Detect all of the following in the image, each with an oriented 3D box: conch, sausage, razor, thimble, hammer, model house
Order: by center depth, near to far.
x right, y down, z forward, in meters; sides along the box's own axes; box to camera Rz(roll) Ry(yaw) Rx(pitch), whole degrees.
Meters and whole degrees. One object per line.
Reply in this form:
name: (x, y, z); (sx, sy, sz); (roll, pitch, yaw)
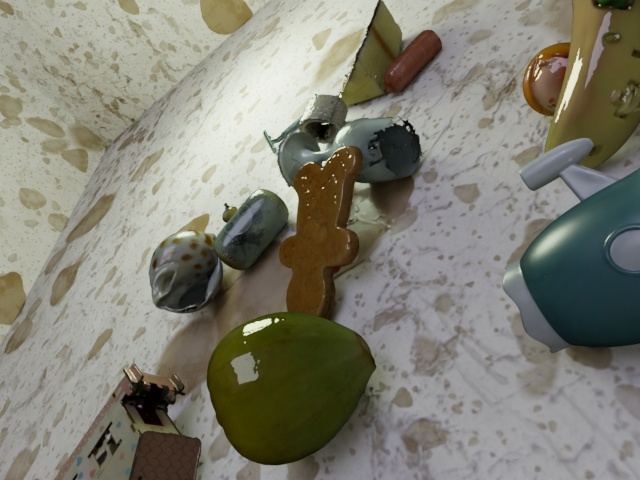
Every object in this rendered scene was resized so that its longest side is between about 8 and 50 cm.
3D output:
model house: (-0.324, 0.426, 0.781); (0.244, 0.169, 0.326); (25, 79, 46)
sausage: (0.209, -0.418, 1.059); (0.169, 0.065, 0.065); (-47, 36, -1)
conch: (-0.323, 0.067, 1.104); (0.275, 0.182, 0.149); (-66, 7, -32)
thimble: (0.007, -0.306, 1.135); (0.115, 0.102, 0.090); (-16, 47, 47)
hammer: (-0.200, -0.049, 1.136); (0.202, 0.113, 0.305); (-49, 27, -5)
razor: (-0.072, -0.347, 1.323); (0.211, 0.036, 0.084); (-34, 62, 11)

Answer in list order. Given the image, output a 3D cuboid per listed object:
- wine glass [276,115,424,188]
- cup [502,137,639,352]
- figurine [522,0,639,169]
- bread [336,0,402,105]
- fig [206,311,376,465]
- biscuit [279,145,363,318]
wine glass: (0.054, -0.180, 0.946); (0.320, 0.143, 0.144); (3, 60, 45)
cup: (0.297, 0.037, 0.471); (0.173, 0.167, 0.300); (-35, 62, 32)
figurine: (0.381, -0.253, 0.639); (0.222, 0.124, 0.325); (-145, 69, -77)
bread: (0.097, -0.478, 1.169); (0.178, 0.135, 0.240); (-6, 56, 43)
fig: (-0.044, 0.202, 0.655); (0.229, 0.208, 0.207); (-24, 28, -25)
biscuit: (0.000, 0.000, 0.851); (0.215, 0.047, 0.340); (-13, 68, 51)
